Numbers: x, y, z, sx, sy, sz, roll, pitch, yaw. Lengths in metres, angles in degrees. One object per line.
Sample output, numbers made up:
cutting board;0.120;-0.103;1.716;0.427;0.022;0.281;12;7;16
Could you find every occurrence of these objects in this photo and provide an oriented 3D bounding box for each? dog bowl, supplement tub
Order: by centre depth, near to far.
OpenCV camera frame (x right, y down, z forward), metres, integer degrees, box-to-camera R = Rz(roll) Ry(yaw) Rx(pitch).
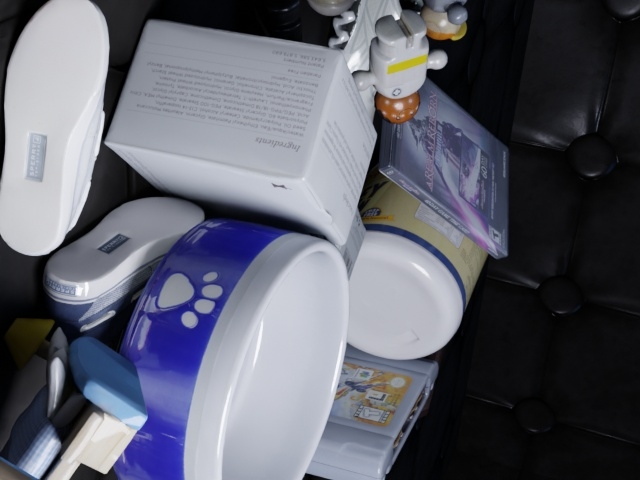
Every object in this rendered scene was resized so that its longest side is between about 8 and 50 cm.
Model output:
dog bowl;-0.070;0.116;0.888;0.265;0.104;0.265;14;90;-70
supplement tub;0.141;0.002;1.544;0.316;0.228;0.228;-58;156;-46

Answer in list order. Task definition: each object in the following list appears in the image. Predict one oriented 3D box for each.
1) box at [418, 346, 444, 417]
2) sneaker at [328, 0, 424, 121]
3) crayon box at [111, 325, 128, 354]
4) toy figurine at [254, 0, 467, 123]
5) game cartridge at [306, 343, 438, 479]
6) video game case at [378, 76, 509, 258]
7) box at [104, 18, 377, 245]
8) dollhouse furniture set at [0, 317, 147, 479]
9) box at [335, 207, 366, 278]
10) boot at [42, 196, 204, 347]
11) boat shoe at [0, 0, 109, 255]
box;0.104;0.198;1.687;0.203;0.168;0.167;21;85;-74
sneaker;0.072;-0.256;1.307;0.110;0.118;0.292;-53;154;-56
crayon box;-0.109;0.104;1.069;0.318;0.081;0.202;34;71;-73
toy figurine;0.045;-0.235;1.073;0.148;0.209;0.213;89;22;-57
game cartridge;0.037;0.233;1.443;0.297;0.198;0.062;-47;147;-60
video game case;0.184;-0.116;1.444;0.274;0.026;0.196;34;50;-37
box;-0.061;-0.090;0.891;0.181;0.182;0.119;54;50;-69
dollhouse furniture set;-0.271;0.172;0.630;0.286;0.198;0.303;-54;-166;0
box;0.000;0.000;1.326;0.101;0.087;0.102;67;40;-64
boot;-0.169;0.030;0.861;0.190;0.069;0.086;-36;145;-53
boat shoe;-0.182;-0.081;0.718;0.063;0.066;0.184;-66;165;-77
